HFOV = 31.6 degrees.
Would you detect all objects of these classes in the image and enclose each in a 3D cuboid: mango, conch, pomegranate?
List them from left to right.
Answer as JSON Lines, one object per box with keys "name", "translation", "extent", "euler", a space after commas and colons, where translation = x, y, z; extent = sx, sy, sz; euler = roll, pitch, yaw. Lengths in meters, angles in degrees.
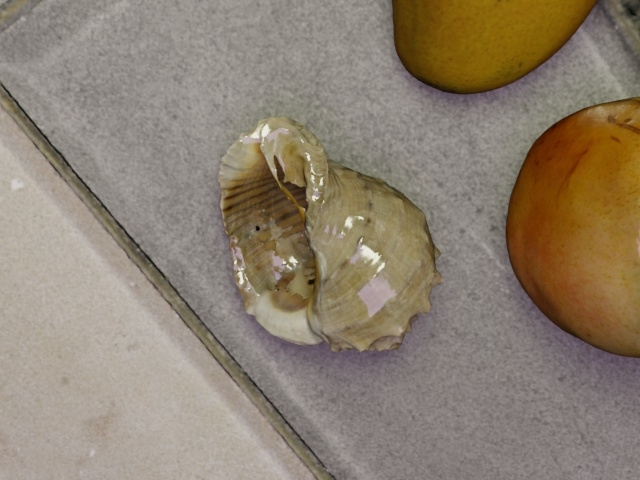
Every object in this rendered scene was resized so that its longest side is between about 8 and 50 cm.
{"name": "conch", "translation": [0.005, -0.001, 1.372], "extent": [0.263, 0.186, 0.324], "euler": [-18, 97, 28]}
{"name": "mango", "translation": [0.188, -0.330, 1.213], "extent": [0.264, 0.221, 0.378], "euler": [6, 122, -6]}
{"name": "pomegranate", "translation": [0.366, -0.006, 1.293], "extent": [0.319, 0.319, 0.319], "euler": [1, 111, 3]}
